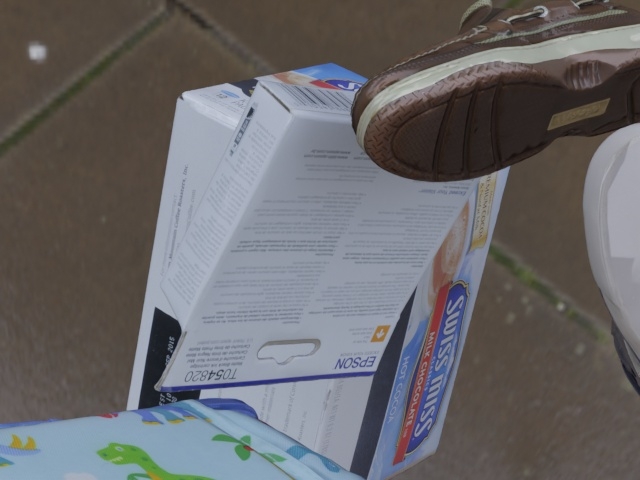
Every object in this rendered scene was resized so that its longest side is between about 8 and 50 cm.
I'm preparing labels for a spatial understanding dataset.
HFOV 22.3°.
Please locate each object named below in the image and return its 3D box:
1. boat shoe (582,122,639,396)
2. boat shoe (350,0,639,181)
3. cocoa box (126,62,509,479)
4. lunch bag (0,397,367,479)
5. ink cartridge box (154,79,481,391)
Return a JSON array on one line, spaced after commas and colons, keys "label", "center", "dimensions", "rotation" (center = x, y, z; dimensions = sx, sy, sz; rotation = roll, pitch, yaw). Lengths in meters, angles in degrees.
[{"label": "boat shoe", "center": [0.271, 0.041, 1.313], "dimensions": [0.127, 0.340, 0.158], "rotation": [-30, 26, -9]}, {"label": "boat shoe", "center": [0.113, -0.105, 1.029], "dimensions": [0.257, 0.095, 0.095], "rotation": [-12, 49, -36]}, {"label": "cocoa box", "center": [-0.005, 0.043, 1.500], "dimensions": [0.231, 0.347, 0.228], "rotation": [28, 29, 31]}, {"label": "lunch bag", "center": [-0.082, 0.141, 0.473], "dimensions": [0.090, 0.176, 0.219], "rotation": [27, 17, 30]}, {"label": "ink cartridge box", "center": [0.000, 0.000, 1.118], "dimensions": [0.223, 0.224, 0.045], "rotation": [1, 34, -47]}]
